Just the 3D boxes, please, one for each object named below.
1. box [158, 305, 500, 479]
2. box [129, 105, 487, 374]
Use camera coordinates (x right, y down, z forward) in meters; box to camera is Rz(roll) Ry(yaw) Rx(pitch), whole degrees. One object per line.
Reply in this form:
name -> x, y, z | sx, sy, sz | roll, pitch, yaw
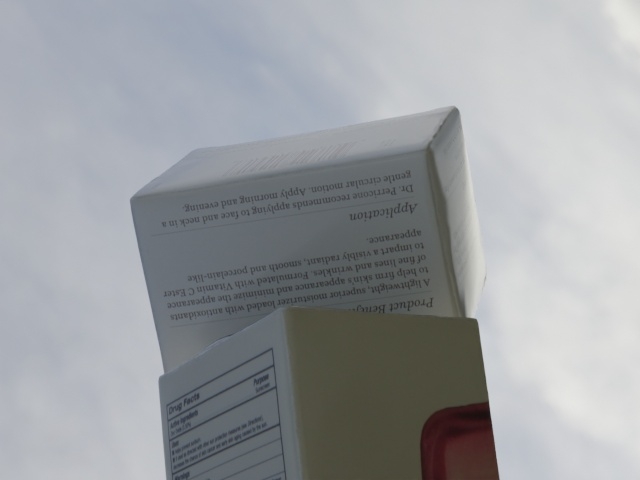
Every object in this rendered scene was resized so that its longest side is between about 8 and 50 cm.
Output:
box -> 0.009, 0.165, 0.996 | 0.127, 0.148, 0.232 | 5, -110, -31
box -> 0.000, 0.000, 1.165 | 0.182, 0.181, 0.119 | -53, -47, -75
